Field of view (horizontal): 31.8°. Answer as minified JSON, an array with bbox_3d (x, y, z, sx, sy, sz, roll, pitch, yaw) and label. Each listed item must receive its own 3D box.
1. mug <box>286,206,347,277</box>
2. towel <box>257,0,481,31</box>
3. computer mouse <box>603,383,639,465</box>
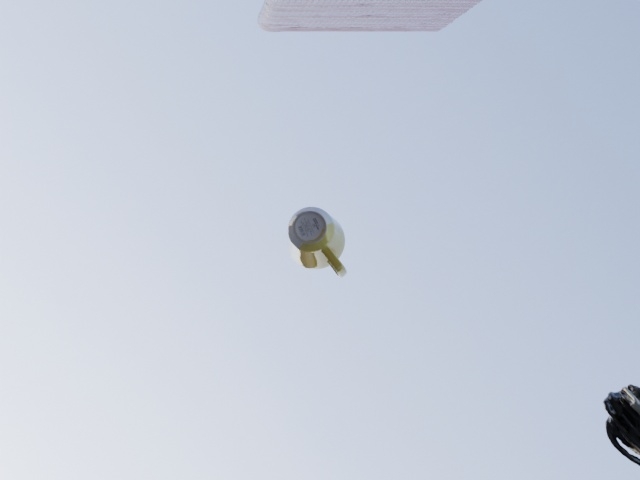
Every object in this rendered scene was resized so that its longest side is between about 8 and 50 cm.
[{"bbox_3d":[-0.001,-0.004,1.163,0.078,0.064,0.062,20,-101,10],"label":"mug"},{"bbox_3d":[0.046,-0.227,1.049,0.199,0.275,0.031,-2,-88,-7],"label":"towel"},{"bbox_3d":[0.270,0.246,0.810,0.072,0.272,0.188,-24,-60,35],"label":"computer mouse"}]
